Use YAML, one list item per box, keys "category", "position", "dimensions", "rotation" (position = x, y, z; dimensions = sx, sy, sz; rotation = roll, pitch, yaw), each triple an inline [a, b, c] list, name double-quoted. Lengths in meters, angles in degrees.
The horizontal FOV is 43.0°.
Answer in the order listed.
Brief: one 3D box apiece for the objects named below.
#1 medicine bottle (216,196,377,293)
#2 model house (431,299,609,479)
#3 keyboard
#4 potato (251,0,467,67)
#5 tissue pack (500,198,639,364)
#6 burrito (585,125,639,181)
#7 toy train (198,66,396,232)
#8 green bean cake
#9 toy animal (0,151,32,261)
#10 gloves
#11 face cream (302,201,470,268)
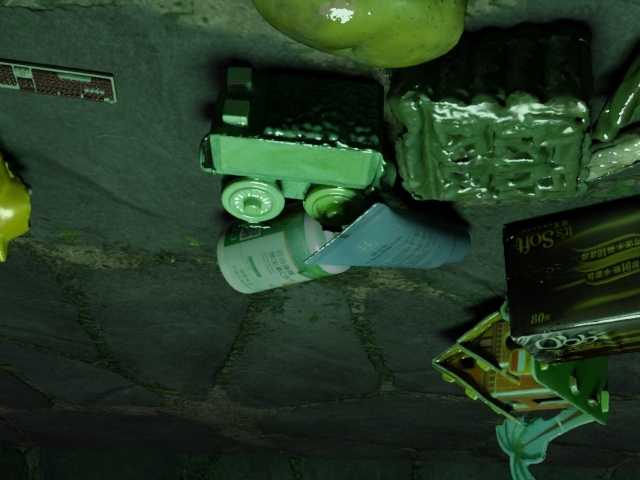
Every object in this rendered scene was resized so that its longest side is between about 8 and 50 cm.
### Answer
- category: "medicine bottle"
  position: [-0.031, 0.001, 1.336]
  dimensions: [0.274, 0.133, 0.133]
  rotation: [-16, 145, 33]
- category: "model house"
  position: [0.366, 0.299, 1.615]
  dimensions: [0.323, 0.340, 0.300]
  rotation: [-15, 145, 41]
- category: "keyboard"
  position: [-0.364, -0.216, 1.111]
  dimensions: [0.166, 0.017, 0.055]
  rotation: [7, 152, -3]
- category: "potato"
  position: [0.037, -0.258, 0.828]
  dimensions: [0.248, 0.143, 0.169]
  rotation: [14, -170, -25]
- category: "tissue pack"
  position: [0.487, 0.064, 1.289]
  dimensions: [0.370, 0.210, 0.198]
  rotation: [-15, 152, 31]
- category: "burrito"
  position: [0.414, -0.121, 1.115]
  dimensions: [0.188, 0.045, 0.058]
  rotation: [-22, 117, 45]
- category: "toy train"
  position: [-0.030, -0.122, 1.089]
  dimensions: [0.271, 0.159, 0.188]
  rotation: [6, 143, 0]
- category: "green bean cake"
  position: [0.212, -0.146, 1.023]
  dimensions: [0.255, 0.132, 0.241]
  rotation: [0, 155, 11]
- category: "toy animal"
  position: [-0.532, -0.085, 1.250]
  dimensions: [0.156, 0.156, 0.230]
  rotation: [0, 141, 10]
- category: "gloves"
  position: [0.414, -0.185, 0.922]
  dimensions: [0.135, 0.107, 0.268]
  rotation: [33, 154, -13]
- category: "face cream"
  position: [0.124, -0.002, 1.207]
  dimensions: [0.135, 0.086, 0.385]
  rotation: [-39, 159, 24]
